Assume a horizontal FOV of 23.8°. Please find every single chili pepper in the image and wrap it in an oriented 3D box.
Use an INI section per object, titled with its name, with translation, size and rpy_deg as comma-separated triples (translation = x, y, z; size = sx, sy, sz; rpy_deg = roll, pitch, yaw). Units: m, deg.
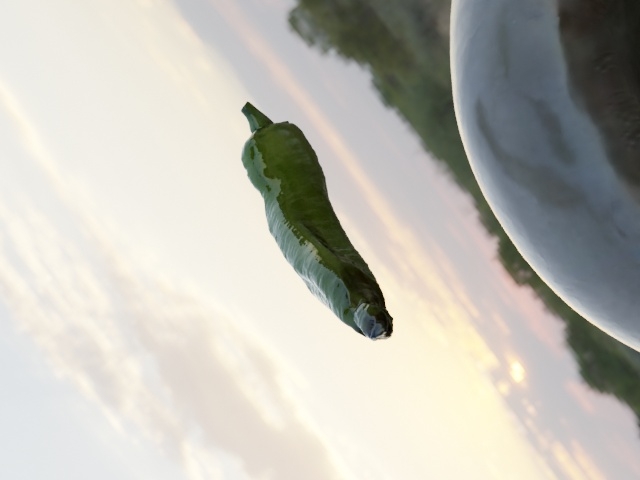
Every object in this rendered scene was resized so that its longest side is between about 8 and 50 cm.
[chili pepper]
translation = 0.000, 0.001, 0.766
size = 0.043, 0.049, 0.208
rpy_deg = 9, -150, -29

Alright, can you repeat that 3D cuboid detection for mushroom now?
[mushroom]
translation = 0.249, -0.105, 0.774
size = 0.362, 0.362, 0.294
rpy_deg = 52, 165, 2
